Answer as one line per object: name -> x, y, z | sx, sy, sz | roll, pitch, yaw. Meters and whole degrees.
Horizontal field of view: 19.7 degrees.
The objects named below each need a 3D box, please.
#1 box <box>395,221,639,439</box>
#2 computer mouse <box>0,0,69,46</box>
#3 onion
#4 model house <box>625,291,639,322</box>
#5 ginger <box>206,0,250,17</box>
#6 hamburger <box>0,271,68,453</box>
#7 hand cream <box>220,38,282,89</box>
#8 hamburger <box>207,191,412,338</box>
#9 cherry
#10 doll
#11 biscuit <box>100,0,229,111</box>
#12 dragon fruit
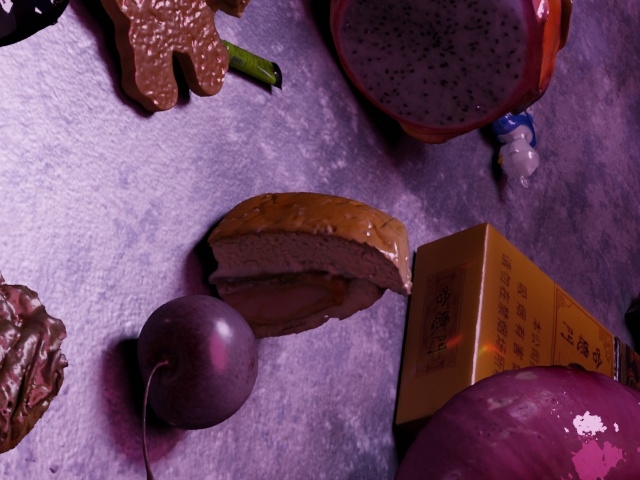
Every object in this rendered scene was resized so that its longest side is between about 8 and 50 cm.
box -> 0.267, 0.196, 2.244 | 0.415, 0.115, 0.264 | 40, 44, -36
computer mouse -> -0.322, -0.231, 1.668 | 0.233, 0.096, 0.137 | -25, 99, -59
onion -> 0.255, 0.324, 1.957 | 0.358, 0.358, 0.345 | 8, 32, -52
model house -> 0.531, 0.128, 2.619 | 0.203, 0.141, 0.164 | 25, 65, -43
ginger -> -0.126, -0.310, 1.990 | 0.205, 0.115, 0.081 | 18, 38, -21
hamburger -> -0.321, 0.098, 1.505 | 0.206, 0.130, 0.183 | 39, 41, -10
hand cream -> -0.083, -0.198, 2.039 | 0.122, 0.023, 0.036 | 19, 47, -50
hamburger -> 0.000, 0.000, 1.895 | 0.135, 0.207, 0.155 | 55, 42, -25
cherry -> -0.114, 0.147, 1.770 | 0.148, 0.115, 0.188 | 108, -24, -83
doll -> 0.251, -0.166, 2.455 | 0.114, 0.057, 0.227 | 40, 36, -45
biscuit -> -0.168, -0.253, 1.896 | 0.144, 0.040, 0.236 | -27, 107, -49
dragon fruit -> 0.170, -0.280, 2.206 | 0.291, 0.290, 0.189 | 59, 34, -16
